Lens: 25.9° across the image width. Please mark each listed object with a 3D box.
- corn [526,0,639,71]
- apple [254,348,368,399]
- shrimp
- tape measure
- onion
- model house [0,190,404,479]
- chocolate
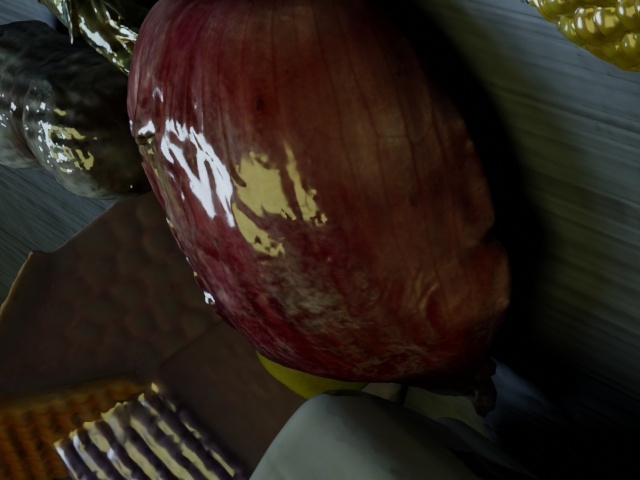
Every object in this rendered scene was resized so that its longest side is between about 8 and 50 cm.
[{"bbox_3d":[0.127,-0.084,0.331,0.080,0.080,0.238,56,161,-14],"label":"corn"},{"bbox_3d":[-0.002,0.053,0.836,0.089,0.074,0.089,33,-170,-7],"label":"apple"},{"bbox_3d":[-0.138,-0.171,0.805,0.217,0.051,0.150,47,153,22],"label":"shrimp"},{"bbox_3d":[0.102,0.188,0.717,0.258,0.130,0.265,38,-176,39],"label":"tape measure"},{"bbox_3d":[0.000,0.000,0.698,0.283,0.120,0.227,59,164,-21],"label":"onion"},{"bbox_3d":[-0.108,0.114,0.955,0.237,0.237,0.202,47,158,10],"label":"model house"},{"bbox_3d":[-0.171,-0.088,0.932,0.248,0.110,0.110,23,146,56],"label":"chocolate"}]
